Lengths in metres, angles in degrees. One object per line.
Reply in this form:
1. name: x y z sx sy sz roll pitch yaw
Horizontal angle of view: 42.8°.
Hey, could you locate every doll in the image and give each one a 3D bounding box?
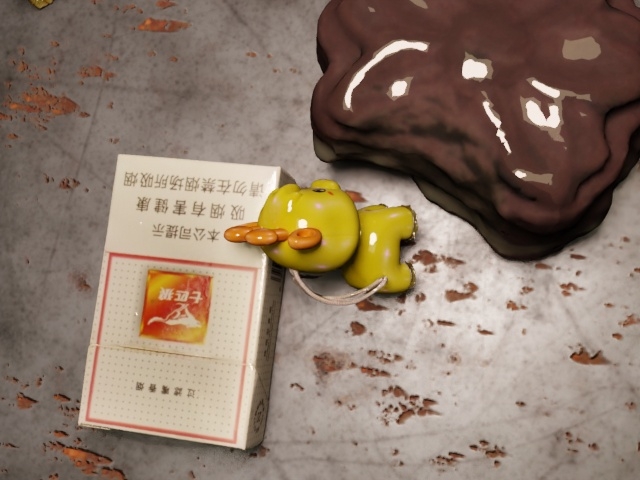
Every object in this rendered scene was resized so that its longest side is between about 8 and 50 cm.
1. doll: 0.000 0.000 0.900 0.143 0.221 0.135 11 96 51

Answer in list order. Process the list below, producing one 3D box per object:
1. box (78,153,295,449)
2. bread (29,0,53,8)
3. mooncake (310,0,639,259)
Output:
1. box: -0.156 0.071 0.991 0.210 0.095 0.330 6 85 12
2. bread: -0.408 -0.372 1.101 0.035 0.090 0.094 -33 77 0
3. mooncake: 0.181 -0.187 0.908 0.381 0.212 0.351 17 80 11
